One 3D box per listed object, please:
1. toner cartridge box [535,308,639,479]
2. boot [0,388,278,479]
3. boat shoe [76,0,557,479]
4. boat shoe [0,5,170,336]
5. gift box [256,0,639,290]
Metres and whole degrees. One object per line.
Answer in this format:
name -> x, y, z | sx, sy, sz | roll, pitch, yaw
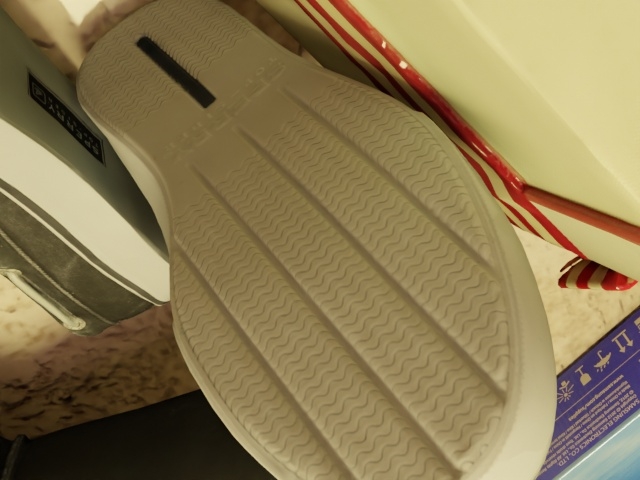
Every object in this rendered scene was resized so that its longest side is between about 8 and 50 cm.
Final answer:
toner cartridge box -> 0.177, 0.192, 0.736 | 0.165, 0.075, 0.348 | 38, 107, -26
boot -> -0.232, 0.083, 0.518 | 0.445, 0.146, 0.367 | 35, 124, -24
boat shoe -> 0.000, 0.000, 0.448 | 0.121, 0.335, 0.119 | -37, 131, 2
boat shoe -> -0.179, -0.055, 0.502 | 0.105, 0.113, 0.306 | -30, 137, 14
gift box -> 0.105, -0.148, 0.428 | 0.258, 0.276, 0.255 | 42, 92, -25
